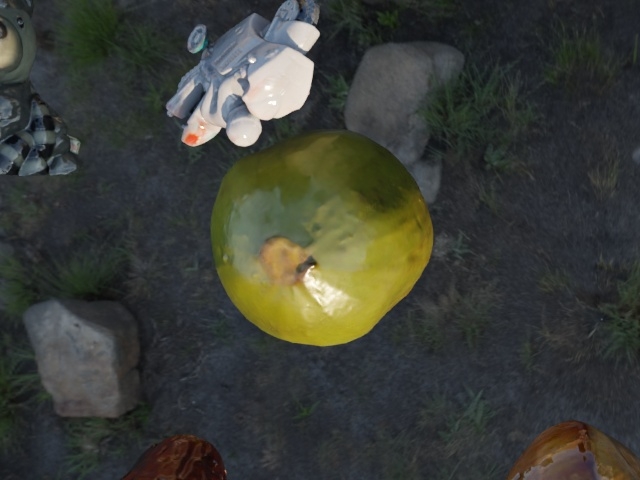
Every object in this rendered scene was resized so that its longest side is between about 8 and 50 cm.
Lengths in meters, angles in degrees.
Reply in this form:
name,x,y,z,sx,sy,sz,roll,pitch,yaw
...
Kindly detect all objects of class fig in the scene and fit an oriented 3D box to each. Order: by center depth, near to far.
name,x,y,z,sx,sy,sz,roll,pitch,yaw
fig,-0.010,-0.002,1.048,0.343,0.343,0.343,-2,83,21

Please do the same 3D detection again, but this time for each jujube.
name,x,y,z,sx,sy,sz,roll,pitch,yaw
jujube,-0.209,0.386,0.965,0.197,0.290,0.197,2,117,4

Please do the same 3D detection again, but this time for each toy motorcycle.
name,x,y,z,sx,sy,sz,roll,pitch,yaw
toy motorcycle,-0.097,-0.193,0.904,0.260,0.110,0.170,-24,55,38

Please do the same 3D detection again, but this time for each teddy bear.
name,x,y,z,sx,sy,sz,roll,pitch,yaw
teddy bear,-0.362,-0.175,0.751,0.144,0.171,0.251,30,133,58

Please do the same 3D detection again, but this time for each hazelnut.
name,x,y,z,sx,sy,sz,roll,pitch,yaw
hazelnut,0.269,0.266,0.769,0.150,0.150,0.150,-2,83,21
